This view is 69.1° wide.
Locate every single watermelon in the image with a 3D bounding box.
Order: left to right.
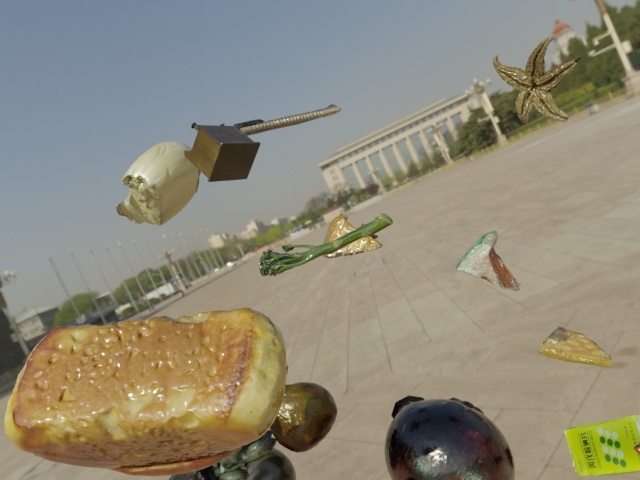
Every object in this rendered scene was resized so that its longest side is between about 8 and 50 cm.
[{"bbox_3d":[0.394,0.073,1.128,0.121,0.158,0.098,-24,2,32],"label":"watermelon"}]

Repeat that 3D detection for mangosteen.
[{"bbox_3d":[0.287,0.555,1.106,0.359,0.306,0.306,-58,15,-20],"label":"mangosteen"}]

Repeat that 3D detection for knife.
[{"bbox_3d":[-0.110,-0.327,1.275,0.366,0.043,0.089,-18,19,-15],"label":"knife"}]

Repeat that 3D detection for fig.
[{"bbox_3d":[-0.096,0.441,1.296,0.190,0.290,0.190,-46,-11,-11],"label":"fig"}]

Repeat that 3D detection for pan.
[{"bbox_3d":[0.348,0.600,1.582,0.202,0.048,0.128,-3,37,31],"label":"pan"}]

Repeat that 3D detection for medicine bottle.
[{"bbox_3d":[0.841,0.579,1.305,0.141,0.137,0.250,8,-32,-19],"label":"medicine bottle"}]

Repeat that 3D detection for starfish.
[{"bbox_3d":[0.531,-0.392,1.151,0.043,0.241,0.227,-44,-13,-32],"label":"starfish"}]

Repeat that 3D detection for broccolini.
[{"bbox_3d":[-0.002,0.002,1.199,0.392,0.074,0.078,-26,32,25],"label":"broccolini"}]

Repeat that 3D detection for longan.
[{"bbox_3d":[-0.161,0.685,1.306,0.198,0.212,0.198,-7,9,1],"label":"longan"}]

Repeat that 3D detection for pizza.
[{"bbox_3d":[0.109,0.002,1.496,0.194,0.153,0.069,13,-14,21],"label":"pizza"},{"bbox_3d":[0.835,0.365,1.513,0.204,0.080,0.188,13,19,35],"label":"pizza"}]

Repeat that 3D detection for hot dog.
[{"bbox_3d":[-0.236,0.240,0.717,0.406,0.223,0.185,-7,48,7],"label":"hot dog"}]

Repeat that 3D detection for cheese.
[{"bbox_3d":[-0.449,-0.152,1.300,0.233,0.127,0.266,-49,-5,-33],"label":"cheese"}]

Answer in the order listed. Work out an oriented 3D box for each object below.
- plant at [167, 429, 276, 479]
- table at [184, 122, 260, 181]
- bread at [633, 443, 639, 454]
[{"bbox_3d":[-0.222,0.530,1.067,0.275,0.147,0.149,-42,-36,-22],"label":"plant"},{"bbox_3d":[-0.164,-0.148,0.755,0.083,0.082,0.070,-17,-40,-52],"label":"table"},{"bbox_3d":[0.793,0.428,0.962,0.140,0.095,0.268,-13,-27,-7],"label":"bread"}]
